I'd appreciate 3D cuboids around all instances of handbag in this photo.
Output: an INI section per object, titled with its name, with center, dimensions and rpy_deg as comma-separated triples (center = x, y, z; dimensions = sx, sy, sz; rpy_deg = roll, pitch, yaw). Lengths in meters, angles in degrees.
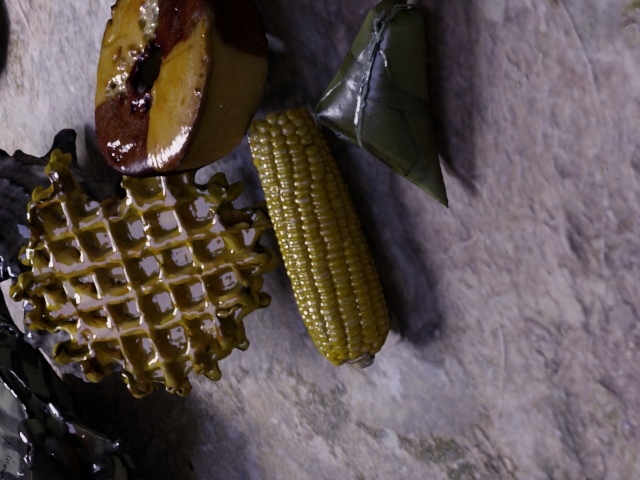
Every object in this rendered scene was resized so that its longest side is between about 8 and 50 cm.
[handbag]
center = -0.305, 0.246, 1.289
dimensions = 0.325, 0.162, 0.327
rpy_deg = 39, 150, 31

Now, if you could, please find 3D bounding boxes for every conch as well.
[conch]
center = -0.263, 0.018, 1.146
dimensions = 0.313, 0.186, 0.240
rpy_deg = 25, 142, 16

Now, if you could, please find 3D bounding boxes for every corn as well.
[corn]
center = 0.000, 0.000, 0.861
dimensions = 0.067, 0.067, 0.206
rpy_deg = -6, 107, 54

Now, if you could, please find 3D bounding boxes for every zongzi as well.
[zongzi]
center = 0.062, -0.089, 0.747
dimensions = 0.113, 0.052, 0.104
rpy_deg = 40, 135, 9

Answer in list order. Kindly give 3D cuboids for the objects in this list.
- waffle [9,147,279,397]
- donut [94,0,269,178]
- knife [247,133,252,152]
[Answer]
[waffle]
center = -0.154, 0.023, 0.985
dimensions = 0.229, 0.051, 0.231
rpy_deg = 25, 108, 5
[donut]
center = -0.106, -0.126, 0.874
dimensions = 0.184, 0.073, 0.166
rpy_deg = -27, 66, 49
[knife]
center = -0.017, -0.013, 0.925
dimensions = 0.023, 0.010, 0.170
rpy_deg = -39, 78, 49
